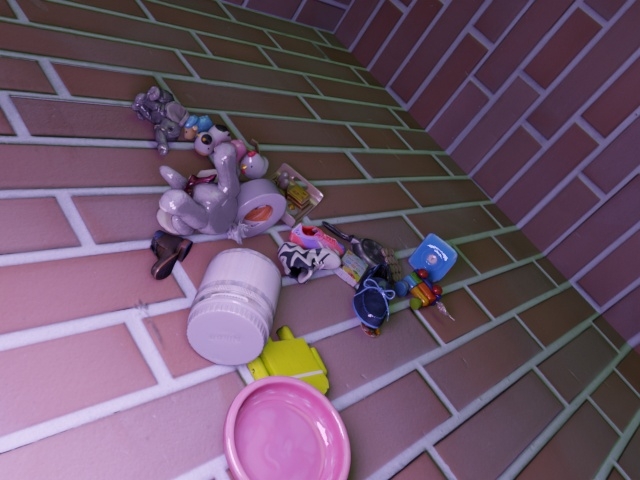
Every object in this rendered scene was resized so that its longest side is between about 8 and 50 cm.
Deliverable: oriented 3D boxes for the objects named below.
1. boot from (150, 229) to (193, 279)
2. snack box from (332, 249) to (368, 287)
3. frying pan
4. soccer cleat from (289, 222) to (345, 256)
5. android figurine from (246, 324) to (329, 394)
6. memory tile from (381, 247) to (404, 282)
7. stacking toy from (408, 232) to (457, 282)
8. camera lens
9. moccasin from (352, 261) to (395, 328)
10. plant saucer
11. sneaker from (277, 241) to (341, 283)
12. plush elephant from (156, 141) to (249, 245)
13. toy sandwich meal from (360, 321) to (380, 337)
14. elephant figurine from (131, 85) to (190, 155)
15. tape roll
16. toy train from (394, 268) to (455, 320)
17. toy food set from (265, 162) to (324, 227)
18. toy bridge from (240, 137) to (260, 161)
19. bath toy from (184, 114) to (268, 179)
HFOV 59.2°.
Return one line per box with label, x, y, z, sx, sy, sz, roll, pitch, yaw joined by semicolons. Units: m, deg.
boot;-0.457;0.038;1.610;0.106;0.082;0.219;26;23;1
snack box;0.114;0.103;2.111;0.100;0.037;0.141;40;32;1
frying pan;0.169;0.014;2.275;0.326;0.053;0.197;51;33;14
soccer cleat;0.000;0.000;2.076;0.248;0.095;0.083;16;38;-31
android figurine;-0.081;0.362;1.577;0.248;0.056;0.272;-1;48;-45
memory tile;0.290;0.097;2.256;0.113;0.012;0.147;-4;70;-62
stacking toy;0.524;0.067;2.486;0.166;0.175;0.302;41;18;15
camera lens;-0.227;0.169;1.522;0.220;0.219;0.274;29;33;-14
moccasin;0.188;0.173;1.988;0.138;0.116;0.342;28;25;-10
plant saucer;-0.086;0.492;1.355;0.332;0.084;0.332;21;44;-22
sneaker;-0.029;0.097;1.928;0.235;0.094;0.153;19;38;-28
plush elephant;-0.369;-0.133;1.668;0.256;0.330;0.271;24;66;31
toy sandwich meal;0.175;0.295;1.937;0.086;0.029;0.085;26;34;-19
elephant figurine;-0.559;-0.427;2.044;0.239;0.186;0.169;52;-10;2
tape roll;-0.224;-0.103;1.870;0.219;0.219;0.072;-3;51;-47
toy train;0.404;0.234;2.184;0.144;0.105;0.248;-19;62;-42
toy food set;-0.126;-0.188;2.192;0.220;0.092;0.306;39;33;3
toy bridge;-0.282;-0.358;2.315;0.063;0.026;0.188;32;33;-12
bath toy;-0.350;-0.344;2.093;0.348;0.129;0.151;34;73;18
